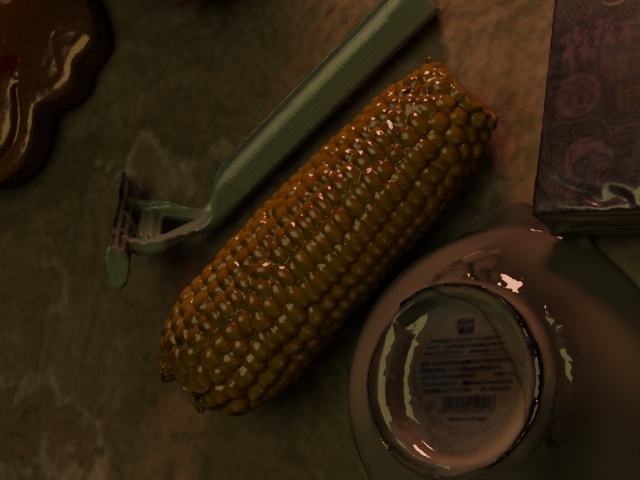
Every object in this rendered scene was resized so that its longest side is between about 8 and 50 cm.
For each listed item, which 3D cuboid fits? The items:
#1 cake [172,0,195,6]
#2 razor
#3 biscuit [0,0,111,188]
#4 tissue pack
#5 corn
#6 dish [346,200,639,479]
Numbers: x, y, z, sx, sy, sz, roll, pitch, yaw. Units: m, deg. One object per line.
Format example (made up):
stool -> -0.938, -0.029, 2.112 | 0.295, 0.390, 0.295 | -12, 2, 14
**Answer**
cake -> -0.156, -0.322, 0.760 | 0.227, 0.286, 0.222 | -63, 26, 7
razor -> -0.033, -0.074, 0.735 | 0.278, 0.056, 0.111 | -36, 25, 14
biscuit -> -0.296, -0.114, 0.919 | 0.295, 0.044, 0.186 | -37, 63, 21
tissue pack -> 0.180, -0.080, 0.585 | 0.112, 0.051, 0.156 | -1, 69, 30
corn -> 0.001, 0.002, 0.667 | 0.260, 0.091, 0.091 | -49, 36, 10
dish -> 0.099, 0.084, 0.590 | 0.246, 0.078, 0.224 | 13, 85, 34
